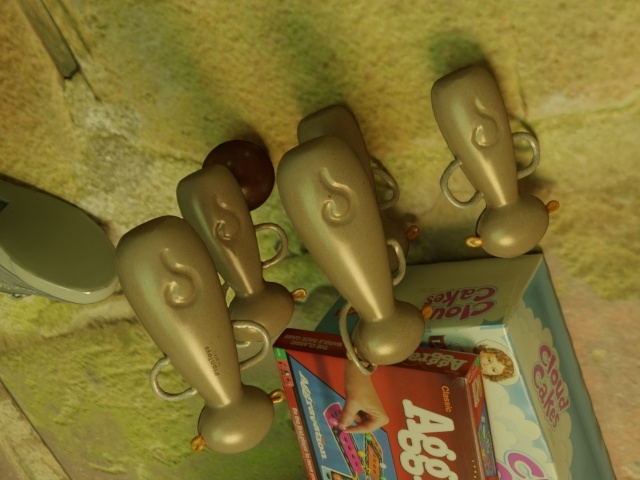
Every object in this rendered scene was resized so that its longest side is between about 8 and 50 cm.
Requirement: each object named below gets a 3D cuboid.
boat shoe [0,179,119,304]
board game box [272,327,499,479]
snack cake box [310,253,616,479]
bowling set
[{"bbox_3d":[-0.262,0.004,0.978,0.228,0.079,0.081,26,139,19],"label":"boat shoe"},{"bbox_3d":[0.061,0.189,0.834,0.145,0.027,0.281,5,126,27],"label":"board game box"},{"bbox_3d":[0.118,0.145,0.849,0.152,0.089,0.264,-6,120,34],"label":"snack cake box"},{"bbox_3d":[0.000,0.000,0.780,0.154,0.287,0.200,67,170,-15],"label":"bowling set"}]
